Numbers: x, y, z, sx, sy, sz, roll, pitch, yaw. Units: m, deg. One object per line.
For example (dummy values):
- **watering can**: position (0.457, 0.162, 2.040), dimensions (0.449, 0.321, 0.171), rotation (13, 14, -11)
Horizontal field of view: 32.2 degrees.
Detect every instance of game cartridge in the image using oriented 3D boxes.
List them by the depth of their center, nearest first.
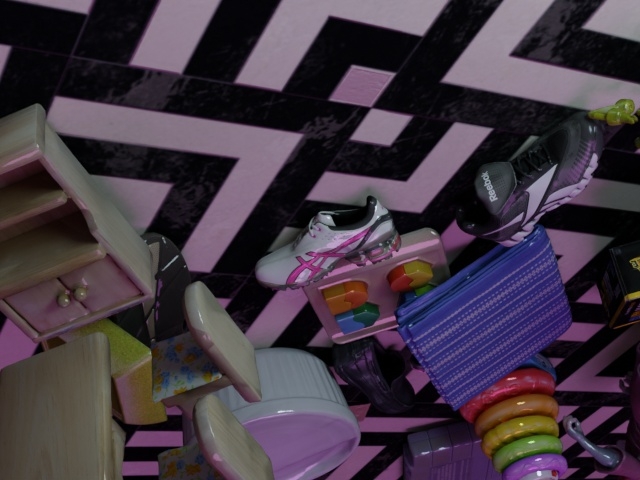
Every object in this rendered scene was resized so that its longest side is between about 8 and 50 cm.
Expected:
- **game cartridge**: position (0.270, 0.428, 2.114), dimensions (0.230, 0.068, 0.355), rotation (-9, 148, -2)

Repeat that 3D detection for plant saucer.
- **plant saucer**: position (-0.278, 0.145, 1.352), dimensions (0.045, 0.188, 0.188), rotation (-48, 160, -28)

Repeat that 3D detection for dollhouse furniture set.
- **dollhouse furniture set**: position (-0.275, 0.108, 1.055), dimensions (0.362, 0.394, 0.256), rotation (-21, 137, 10)

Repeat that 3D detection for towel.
- **towel**: position (0.244, 0.116, 1.604), dimensions (0.243, 0.040, 0.336), rotation (-34, 147, -1)

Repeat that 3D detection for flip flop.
- **flip flop**: position (-0.216, 0.099, 1.382), dimensions (0.112, 0.080, 0.277), rotation (-35, 145, -26)

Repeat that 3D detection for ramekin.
- **ramekin**: position (-0.083, 0.268, 1.654), dimensions (0.273, 0.127, 0.273), rotation (-11, 145, -8)

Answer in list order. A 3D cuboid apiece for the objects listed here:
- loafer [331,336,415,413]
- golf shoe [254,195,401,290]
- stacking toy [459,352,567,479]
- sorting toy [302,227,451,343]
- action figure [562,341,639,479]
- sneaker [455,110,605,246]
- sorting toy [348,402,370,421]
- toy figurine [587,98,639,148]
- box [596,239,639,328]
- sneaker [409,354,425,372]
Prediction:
- **loafer**: position (0.097, 0.205, 1.682), dimensions (0.078, 0.076, 0.223), rotation (-20, 144, 22)
- **golf shoe**: position (0.000, 0.000, 1.355), dimensions (0.186, 0.067, 0.086), rotation (-20, 121, 9)
- **stacking toy**: position (0.328, 0.339, 1.770), dimensions (0.166, 0.301, 0.175), rotation (-29, 144, 22)
- **sorting toy**: position (0.085, 0.072, 1.511), dimensions (0.193, 0.038, 0.208), rotation (-17, 147, 4)
- **action figure**: position (0.567, 0.294, 1.807), dimensions (0.248, 0.276, 0.370), rotation (-36, 141, -36)
- **sneaker**: position (0.241, -0.069, 1.320), dimensions (0.106, 0.078, 0.234), rotation (3, 146, -30)
- **sorting toy**: position (0.048, 0.296, 1.861), dimensions (0.062, 0.012, 0.083), rotation (-8, 144, -19)
- **toy figurine**: position (0.492, -0.213, 1.196), dimensions (0.363, 0.191, 0.217), rotation (-4, 118, -21)
- **box**: position (0.514, 0.035, 1.498), dimensions (0.257, 0.079, 0.322), rotation (-15, 167, 7)
- **sneaker**: position (0.190, 0.162, 1.691), dimensions (0.119, 0.047, 0.057), rotation (-20, 142, -7)
